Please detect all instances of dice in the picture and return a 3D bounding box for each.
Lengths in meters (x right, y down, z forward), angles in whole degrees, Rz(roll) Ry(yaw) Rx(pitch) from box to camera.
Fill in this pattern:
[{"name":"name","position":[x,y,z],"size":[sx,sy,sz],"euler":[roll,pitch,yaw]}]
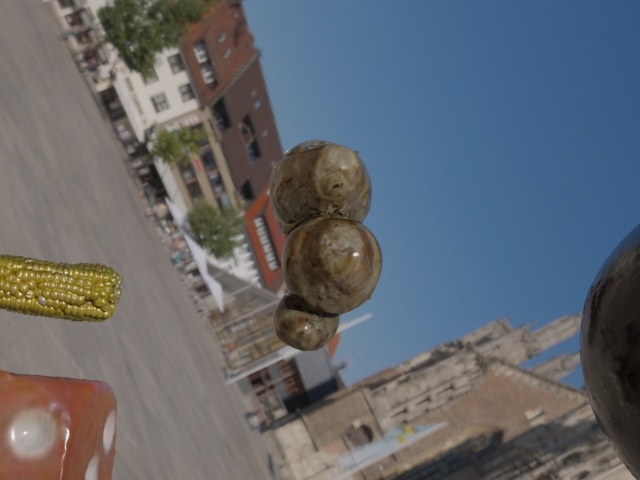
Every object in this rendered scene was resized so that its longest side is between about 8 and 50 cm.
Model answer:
[{"name":"dice","position":[-0.295,0.203,0.685],"size":[0.179,0.175,0.173],"euler":[91,5,-73]}]

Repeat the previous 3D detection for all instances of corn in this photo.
[{"name":"corn","position":[-0.457,0.065,1.155],"size":[0.101,0.292,0.101],"euler":[-167,-90,-69]}]

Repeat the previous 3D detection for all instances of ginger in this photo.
[{"name":"ginger","position":[0.000,0.000,1.063],"size":[0.244,0.155,0.303],"euler":[133,-35,-57]}]

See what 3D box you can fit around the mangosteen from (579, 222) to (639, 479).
[{"name":"mangosteen","position":[0.319,0.070,0.488],"size":[0.288,0.288,0.288],"euler":[62,-10,20]}]
